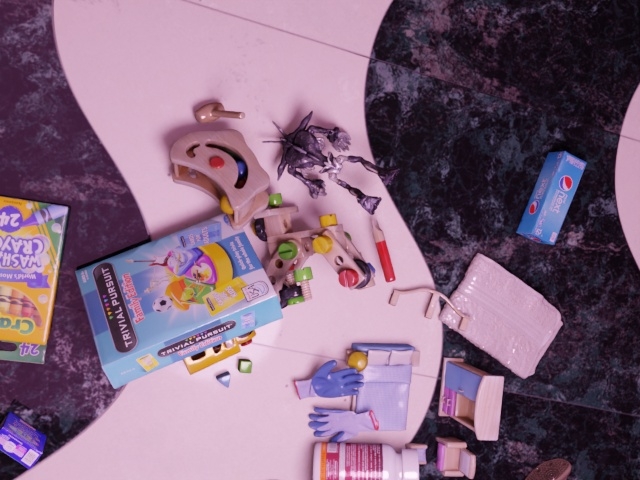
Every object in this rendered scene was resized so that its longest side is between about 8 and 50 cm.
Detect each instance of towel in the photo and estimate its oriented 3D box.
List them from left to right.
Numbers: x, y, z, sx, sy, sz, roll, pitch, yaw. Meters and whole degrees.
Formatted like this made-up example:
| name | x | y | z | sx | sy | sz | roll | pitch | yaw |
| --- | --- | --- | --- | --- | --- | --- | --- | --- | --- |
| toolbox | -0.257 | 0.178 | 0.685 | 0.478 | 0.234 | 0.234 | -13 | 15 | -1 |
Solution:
| name | x | y | z | sx | sy | sz | roll | pitch | yaw |
| --- | --- | --- | --- | --- | --- | --- | --- | --- | --- |
| towel | 0.426 | 0.180 | 1.809 | 0.282 | 0.049 | 0.187 | 34 | 83 | -15 |

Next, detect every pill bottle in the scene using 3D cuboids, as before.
| name | x | y | z | sx | sy | sz | roll | pitch | yaw |
| --- | --- | --- | --- | --- | --- | --- | --- | --- | --- |
| pill bottle | 0.096 | 0.495 | 1.660 | 0.221 | 0.121 | 0.121 | 1 | 93 | 3 |

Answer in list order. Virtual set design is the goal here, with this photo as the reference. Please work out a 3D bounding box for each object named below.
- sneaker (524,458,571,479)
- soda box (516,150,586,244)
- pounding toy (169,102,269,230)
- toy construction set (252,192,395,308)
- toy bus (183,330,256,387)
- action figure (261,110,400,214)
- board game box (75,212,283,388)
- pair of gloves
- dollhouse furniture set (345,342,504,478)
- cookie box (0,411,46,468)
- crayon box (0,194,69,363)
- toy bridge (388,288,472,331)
| name | x | y | z | sx | sy | sz | roll | pitch | yaw |
| --- | --- | --- | --- | --- | --- | --- | --- | --- | --- |
| sneaker | 0.526 | 0.599 | 1.863 | 0.188 | 0.066 | 0.071 | -34 | 118 | -6 |
| soda box | 0.539 | -0.100 | 1.813 | 0.067 | 0.071 | 0.210 | 25 | 86 | -17 |
| pounding toy | -0.210 | -0.164 | 1.526 | 0.154 | 0.155 | 0.269 | -23 | 60 | -20 |
| toy construction set | 0.000 | 0.000 | 1.608 | 0.309 | 0.257 | 0.237 | -10 | 83 | -36 |
| toy bus | -0.204 | 0.197 | 1.600 | 0.191 | 0.104 | 0.202 | 22 | 87 | -16 |
| action figure | 0.016 | -0.160 | 1.632 | 0.276 | 0.141 | 0.164 | 30 | 93 | 11 |
| board game box | -0.275 | 0.103 | 1.494 | 0.336 | 0.253 | 0.079 | -22 | 138 | -11 |
| pair of gloves | 0.033 | 0.348 | 1.672 | 0.159 | 0.023 | 0.198 | -13 | 107 | 18 |
| dollhouse furniture set | 0.201 | 0.381 | 1.679 | 0.304 | 0.198 | 0.286 | 5 | 92 | -16 |
| cookie box | -0.581 | 0.385 | 1.501 | 0.092 | 0.107 | 0.040 | 40 | 84 | -14 |
| crayon box | -0.611 | 0.076 | 1.489 | 0.203 | 0.083 | 0.322 | 9 | 91 | -16 |
| toy bridge | 0.251 | 0.145 | 1.744 | 0.188 | 0.026 | 0.063 | 20 | 83 | 0 |
